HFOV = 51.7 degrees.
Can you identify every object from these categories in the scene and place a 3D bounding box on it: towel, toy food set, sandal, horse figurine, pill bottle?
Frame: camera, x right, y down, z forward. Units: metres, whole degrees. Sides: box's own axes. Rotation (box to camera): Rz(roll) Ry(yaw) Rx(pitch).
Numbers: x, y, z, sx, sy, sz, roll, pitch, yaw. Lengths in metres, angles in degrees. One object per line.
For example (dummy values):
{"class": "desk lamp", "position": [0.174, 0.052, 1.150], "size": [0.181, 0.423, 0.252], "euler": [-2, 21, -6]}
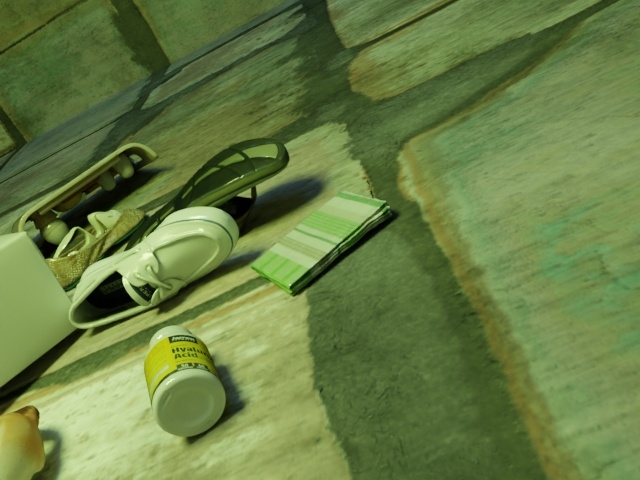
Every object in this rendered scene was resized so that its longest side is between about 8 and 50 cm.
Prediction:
{"class": "towel", "position": [0.000, 0.000, 0.765], "size": [0.152, 0.023, 0.113], "euler": [-40, 26, -15]}
{"class": "toy food set", "position": [-0.479, -0.078, 1.332], "size": [0.306, 0.092, 0.220], "euler": [-41, 17, -23]}
{"class": "sandal", "position": [-0.156, -0.037, 0.925], "size": [0.303, 0.086, 0.120], "euler": [-37, 29, 20]}
{"class": "horse figurine", "position": [-0.320, 0.240, 0.616], "size": [0.174, 0.066, 0.263], "euler": [-29, 28, 16]}
{"class": "pill bottle", "position": [-0.132, 0.126, 0.622], "size": [0.065, 0.065, 0.116], "euler": [-34, 27, -8]}

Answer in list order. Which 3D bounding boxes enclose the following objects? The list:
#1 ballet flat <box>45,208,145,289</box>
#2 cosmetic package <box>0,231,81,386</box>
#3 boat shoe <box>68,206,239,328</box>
{"class": "ballet flat", "position": [-0.373, -0.006, 1.096], "size": [0.073, 0.067, 0.206], "euler": [-8, 33, 38]}
{"class": "cosmetic package", "position": [-0.509, 0.150, 0.810], "size": [0.197, 0.155, 0.365], "euler": [-7, 28, 41]}
{"class": "boat shoe", "position": [-0.212, 0.046, 0.832], "size": [0.258, 0.095, 0.084], "euler": [-29, 28, 25]}
